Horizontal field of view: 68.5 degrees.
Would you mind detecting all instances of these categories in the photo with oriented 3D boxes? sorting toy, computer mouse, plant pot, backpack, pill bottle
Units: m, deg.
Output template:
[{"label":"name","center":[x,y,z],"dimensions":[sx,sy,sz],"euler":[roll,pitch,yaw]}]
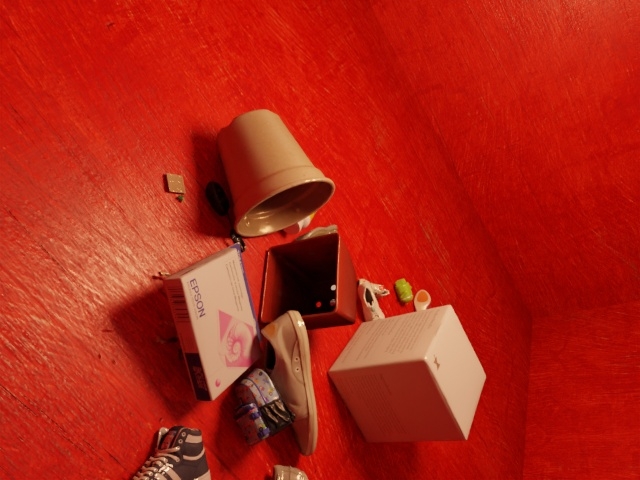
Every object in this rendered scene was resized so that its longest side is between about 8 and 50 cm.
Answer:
[{"label":"sorting toy","center":[-0.414,-0.151,1.349],"dimensions":[0.062,0.012,0.083],"euler":[6,66,-56]},{"label":"computer mouse","center":[-0.295,-0.068,1.452],"dimensions":[0.071,0.041,0.242],"euler":[-57,126,-72]},{"label":"plant pot","center":[-0.010,0.164,1.541],"dimensions":[0.236,0.267,0.267],"euler":[43,43,-51]},{"label":"backpack","center":[-0.171,0.444,1.273],"dimensions":[0.117,0.158,0.173],"euler":[-21,77,-36]},{"label":"pill bottle","center":[-0.074,-0.104,1.693],"dimensions":[0.103,0.103,0.184],"euler":[54,39,-22]},{"label":"plant pot","center":[-0.170,-0.223,1.471],"dimensions":[0.334,0.334,0.305],"euler":[-7,67,-54]}]

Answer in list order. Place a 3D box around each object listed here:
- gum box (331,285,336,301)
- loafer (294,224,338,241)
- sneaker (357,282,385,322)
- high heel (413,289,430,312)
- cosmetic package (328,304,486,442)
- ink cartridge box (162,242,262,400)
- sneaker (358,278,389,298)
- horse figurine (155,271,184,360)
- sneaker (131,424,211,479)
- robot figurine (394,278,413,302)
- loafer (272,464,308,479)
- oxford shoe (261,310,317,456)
[{"label":"gum box","center":[0.052,0.147,1.792],"dimensions":[0.157,0.041,0.184],"euler":[11,66,-50]},{"label":"loafer","center":[0.000,0.000,1.747],"dimensions":[0.251,0.094,0.087],"euler":[-17,84,-54]},{"label":"sneaker","center":[0.204,0.273,1.869],"dimensions":[0.094,0.080,0.212],"euler":[166,-99,-86]},{"label":"high heel","center":[0.495,0.356,2.263],"dimensions":[0.244,0.082,0.117],"euler":[-86,168,-48]},{"label":"cosmetic package","center":[0.312,0.477,1.676],"dimensions":[0.329,0.394,0.327],"euler":[-41,107,-51]},{"label":"ink cartridge box","center":[-0.250,0.197,1.259],"dimensions":[0.330,0.072,0.323],"euler":[-35,116,-60]},{"label":"sneaker","center":[0.224,0.195,1.963],"dimensions":[0.161,0.075,0.057],"euler":[35,49,-39]},{"label":"horse figurine","center":[-0.343,0.185,1.239],"dimensions":[0.175,0.066,0.263],"euler":[17,61,-47]},{"label":"sneaker","center":[-0.363,0.504,1.032],"dimensions":[0.282,0.099,0.153],"euler":[6,74,-59]},{"label":"robot figurine","center":[0.383,0.236,2.159],"dimensions":[0.101,0.067,0.115],"euler":[-21,92,-66]},{"label":"loafer","center":[-0.124,0.763,1.236],"dimensions":[0.112,0.112,0.319],"euler":[20,51,-4]},{"label":"oxford shoe","center":[-0.092,0.423,1.369],"dimensions":[0.130,0.169,0.448],"euler":[-12,105,-19]}]
